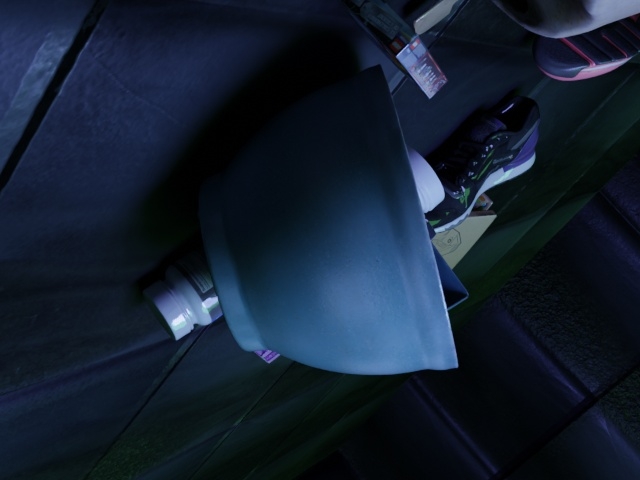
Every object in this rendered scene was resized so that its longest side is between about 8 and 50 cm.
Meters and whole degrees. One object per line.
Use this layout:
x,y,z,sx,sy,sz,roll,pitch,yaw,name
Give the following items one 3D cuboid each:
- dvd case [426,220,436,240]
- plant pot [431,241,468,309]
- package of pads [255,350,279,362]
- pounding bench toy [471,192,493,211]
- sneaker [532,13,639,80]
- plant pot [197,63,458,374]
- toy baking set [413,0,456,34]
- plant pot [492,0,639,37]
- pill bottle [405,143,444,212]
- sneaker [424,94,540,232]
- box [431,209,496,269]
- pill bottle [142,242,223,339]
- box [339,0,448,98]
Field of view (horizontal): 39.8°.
0.030,0.058,1.205,0.179,0.030,0.238,-44,-166,-34,dvd case
0.078,0.105,1.437,0.165,0.165,0.234,-23,164,-47,plant pot
-0.083,0.174,1.466,0.050,0.032,0.083,-41,164,-6,package of pads
0.265,-0.054,1.625,0.065,0.052,0.083,-26,158,-42,pounding bench toy
0.405,-0.280,1.252,0.313,0.116,0.136,-32,163,-30,sneaker
0.000,0.000,0.845,0.196,0.293,0.293,-14,164,4,plant pot
0.166,-0.307,0.809,0.196,0.030,0.256,-27,159,-31,toy baking set
0.240,-0.296,0.571,0.305,0.334,0.334,-26,161,-7,plant pot
0.043,-0.021,1.092,0.216,0.121,0.121,-38,163,-10,pill bottle
0.215,-0.125,1.298,0.283,0.107,0.124,-36,149,-28,sneaker
0.196,0.006,1.571,0.201,0.021,0.164,-3,144,-35,box
-0.120,0.044,0.967,0.137,0.078,0.078,-36,163,-17,pill bottle
0.060,-0.180,0.774,0.027,0.094,0.137,-44,163,9,box
